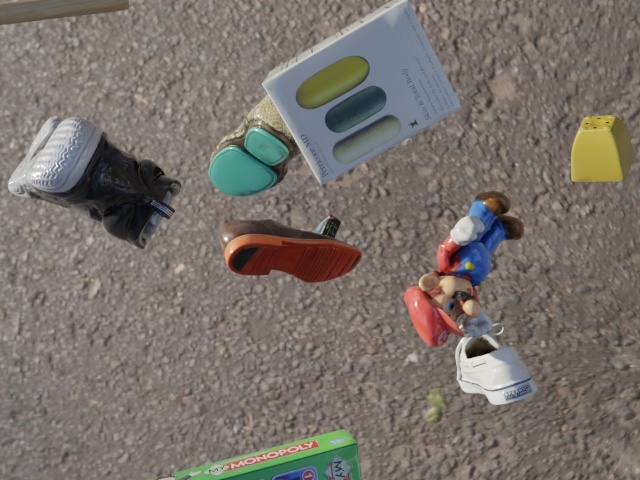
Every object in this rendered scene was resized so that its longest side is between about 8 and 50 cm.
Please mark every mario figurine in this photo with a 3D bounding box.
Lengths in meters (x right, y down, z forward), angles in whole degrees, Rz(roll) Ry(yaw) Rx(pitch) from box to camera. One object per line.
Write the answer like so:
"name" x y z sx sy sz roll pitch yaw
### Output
"mario figurine" 0.297 0.069 1.391 0.198 0.170 0.320 36 74 -5

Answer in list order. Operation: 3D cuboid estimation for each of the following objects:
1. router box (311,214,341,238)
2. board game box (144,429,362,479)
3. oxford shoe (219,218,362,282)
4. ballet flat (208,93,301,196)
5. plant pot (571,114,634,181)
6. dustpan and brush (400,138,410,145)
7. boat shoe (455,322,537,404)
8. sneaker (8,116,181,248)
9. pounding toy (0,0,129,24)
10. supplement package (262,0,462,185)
"router box" 0.000 0.000 1.927 0.038 0.122 0.092 36 135 -12
"board game box" -0.047 0.366 0.712 0.214 0.046 0.317 -10 97 -17
"oxford shoe" -0.047 0.005 1.252 0.096 0.272 0.098 -57 42 29
"ballet flat" -0.115 -0.223 1.596 0.164 0.483 0.182 35 71 -11
"plant pot" 0.435 -0.148 1.128 0.081 0.081 0.083 3 127 33
"dustpan and brush" 0.118 -0.292 1.705 0.211 0.147 0.060 21 92 1
"boat shoe" 0.352 0.245 1.557 0.136 0.367 0.156 -19 86 2
"sneaker" -0.253 -0.060 0.817 0.269 0.153 0.101 11 69 60
"pounding toy" -0.215 -0.235 0.533 0.154 0.155 0.269 15 65 52
"supplement package" 0.066 -0.258 1.243 0.263 0.198 0.199 -28 106 8
